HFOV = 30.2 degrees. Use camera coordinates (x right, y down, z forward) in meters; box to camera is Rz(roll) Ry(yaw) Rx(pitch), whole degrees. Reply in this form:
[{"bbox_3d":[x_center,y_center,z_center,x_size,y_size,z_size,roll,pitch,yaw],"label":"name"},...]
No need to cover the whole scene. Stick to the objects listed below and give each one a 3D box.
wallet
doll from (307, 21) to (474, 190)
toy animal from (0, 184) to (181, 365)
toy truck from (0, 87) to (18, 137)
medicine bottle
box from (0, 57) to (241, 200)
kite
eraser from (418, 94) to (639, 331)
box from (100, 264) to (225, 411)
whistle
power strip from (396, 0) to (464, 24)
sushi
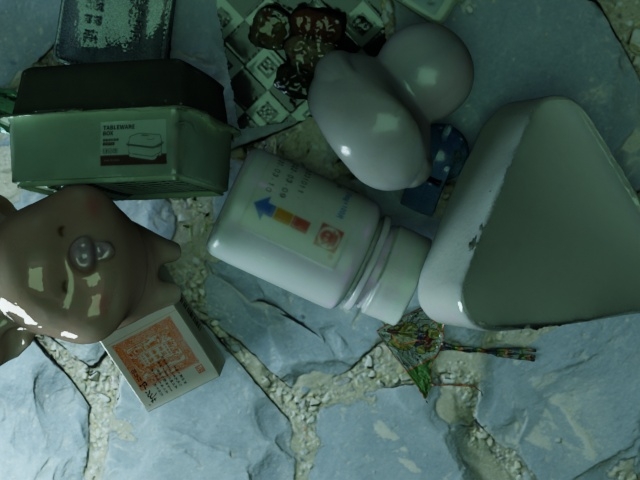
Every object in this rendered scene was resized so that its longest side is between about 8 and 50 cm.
[{"bbox_3d":[-0.280,-0.336,1.654,0.167,0.036,0.222,13,109,1],"label":"wallet"},{"bbox_3d":[0.106,-0.187,1.555,0.221,0.251,0.221,3,110,7],"label":"doll"},{"bbox_3d":[-0.322,0.037,1.591,0.269,0.326,0.237,-5,83,-19],"label":"toy animal"},{"bbox_3d":[-0.465,-0.183,1.712,0.154,0.080,0.078,20,144,2],"label":"toy truck"},{"bbox_3d":[0.000,0.000,1.673,0.293,0.170,0.170,25,110,-2],"label":"medicine bottle"},{"bbox_3d":[-0.268,-0.144,1.608,0.290,0.220,0.166,-1,84,16],"label":"box"},{"bbox_3d":[0.203,0.165,1.798,0.244,0.006,0.198,10,110,2],"label":"kite"},{"bbox_3d":[0.324,0.005,1.618,0.331,0.150,0.331,0,89,-20],"label":"eraser"},{"bbox_3d":[-0.255,0.144,1.807,0.141,0.058,0.201,-27,105,13],"label":"box"},{"bbox_3d":[0.163,-0.112,1.676,0.090,0.090,0.158,15,148,0],"label":"whistle"},{"bbox_3d":[0.087,-0.400,1.586,0.270,0.046,0.118,32,102,-5],"label":"power strip"},{"bbox_3d":[-0.025,-0.270,1.647,0.231,0.047,0.219,-7,108,8],"label":"sushi"}]
